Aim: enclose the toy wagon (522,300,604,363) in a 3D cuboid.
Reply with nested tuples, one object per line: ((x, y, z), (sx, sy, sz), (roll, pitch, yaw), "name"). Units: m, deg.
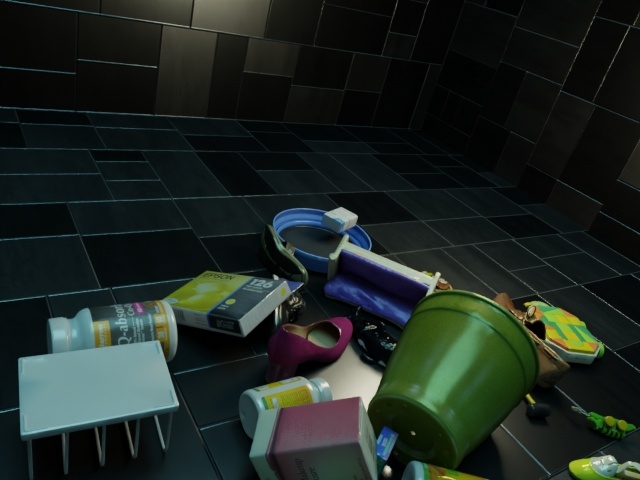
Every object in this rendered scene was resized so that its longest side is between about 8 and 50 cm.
((0.848, 0.313, 1.961), (0.268, 0.068, 0.344), (9, 29, -12), "toy wagon")

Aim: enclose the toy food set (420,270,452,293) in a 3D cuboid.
((0.444, 0.166, 2.055), (0.192, 0.038, 0.133), (35, 34, 32), "toy food set")

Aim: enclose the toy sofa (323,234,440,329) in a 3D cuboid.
((0.196, 0.144, 1.786), (0.363, 0.150, 0.177), (23, 57, 13), "toy sofa")

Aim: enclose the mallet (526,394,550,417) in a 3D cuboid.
((0.608, 0.458, 1.621), (0.063, 0.039, 0.189), (1, 26, -21), "mallet")

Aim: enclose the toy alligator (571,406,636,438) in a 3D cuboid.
((0.819, 0.536, 1.568), (0.190, 0.056, 0.051), (17, 69, 2), "toy alligator")

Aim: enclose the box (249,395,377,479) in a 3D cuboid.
((-0.009, 0.435, 1.128), (0.233, 0.148, 0.126), (-13, 28, 12), "box")

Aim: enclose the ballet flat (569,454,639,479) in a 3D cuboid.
((0.766, 0.597, 1.397), (0.231, 0.077, 0.077), (15, 29, -1), "ballet flat")

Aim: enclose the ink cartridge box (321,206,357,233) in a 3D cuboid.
((0.076, -0.081, 2.140), (0.089, 0.052, 0.122), (31, 33, 26), "ink cartridge box")

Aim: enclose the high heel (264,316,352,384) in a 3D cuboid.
((-0.005, 0.258, 1.511), (0.127, 0.181, 0.377), (29, 31, 23), "high heel")

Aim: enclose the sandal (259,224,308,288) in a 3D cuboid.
((-0.126, 0.063, 1.887), (0.086, 0.120, 0.302), (-3, 41, -42), "sandal")

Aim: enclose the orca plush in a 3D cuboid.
((0.183, 0.279, 1.651), (0.151, 0.102, 0.287), (1, 31, -26), "orca plush")

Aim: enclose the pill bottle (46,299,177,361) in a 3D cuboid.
((-0.506, 0.239, 1.316), (0.279, 0.162, 0.162), (-4, 34, -32), "pill bottle")

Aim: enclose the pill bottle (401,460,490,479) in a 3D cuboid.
((0.300, 0.569, 1.151), (0.246, 0.136, 0.136), (15, 28, -2), "pill bottle")

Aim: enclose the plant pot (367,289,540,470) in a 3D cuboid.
((0.302, 0.369, 1.343), (0.367, 0.366, 0.353), (29, 43, 24), "plant pot")

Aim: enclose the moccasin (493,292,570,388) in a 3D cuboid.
((0.690, 0.302, 1.785), (0.139, 0.147, 0.380), (38, 19, -24), "moccasin")

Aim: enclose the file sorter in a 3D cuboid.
((-0.464, 0.352, 1.120), (0.278, 0.173, 0.193), (-2, 34, -29), "file sorter")

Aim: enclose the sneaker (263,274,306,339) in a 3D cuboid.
((-0.100, 0.204, 1.650), (0.124, 0.107, 0.283), (16, 28, -12), "sneaker")

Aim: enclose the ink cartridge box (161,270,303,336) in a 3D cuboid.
((-0.257, 0.155, 1.568), (0.304, 0.072, 0.307), (4, 27, 30), "ink cartridge box")

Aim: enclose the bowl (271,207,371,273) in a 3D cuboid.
((0.000, 0.000, 2.092), (0.392, 0.077, 0.391), (12, 28, -6), "bowl")

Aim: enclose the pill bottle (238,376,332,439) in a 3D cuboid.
((-0.079, 0.395, 1.296), (0.209, 0.117, 0.117), (-6, 35, -35), "pill bottle")

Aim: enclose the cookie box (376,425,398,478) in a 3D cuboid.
((0.132, 0.495, 1.230), (0.040, 0.107, 0.092), (25, 30, 16), "cookie box")
